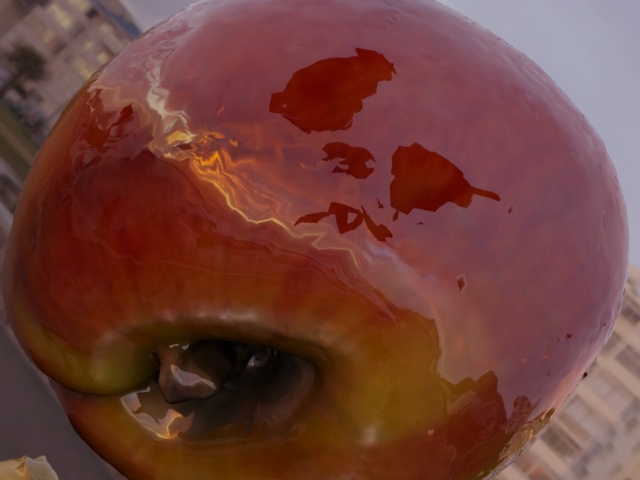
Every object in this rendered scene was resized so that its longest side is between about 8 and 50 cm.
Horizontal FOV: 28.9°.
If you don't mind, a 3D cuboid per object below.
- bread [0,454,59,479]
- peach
[{"bbox_3d":[-0.269,0.308,0.713,0.323,0.333,0.143,-115,-163,-44],"label":"bread"},{"bbox_3d":[0.000,0.000,0.560,0.281,0.281,0.238,37,-35,58],"label":"peach"}]
